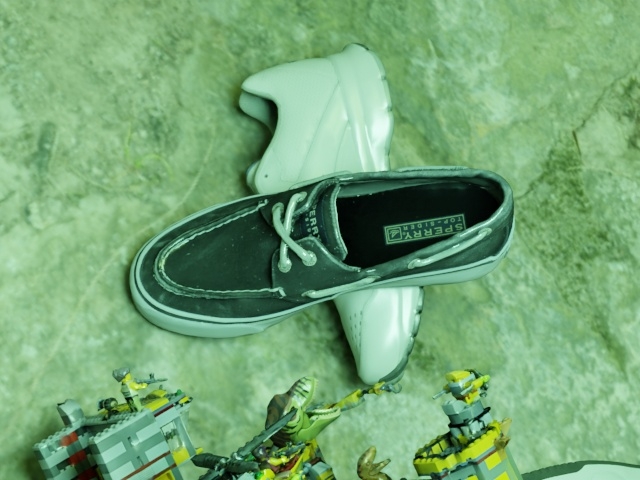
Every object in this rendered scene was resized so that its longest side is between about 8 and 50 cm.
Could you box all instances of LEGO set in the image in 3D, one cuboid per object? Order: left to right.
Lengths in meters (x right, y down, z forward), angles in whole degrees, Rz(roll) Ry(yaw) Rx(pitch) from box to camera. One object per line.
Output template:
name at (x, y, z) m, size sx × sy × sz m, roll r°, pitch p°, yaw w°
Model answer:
LEGO set at (-0.036, 0.145, 1.216) m, size 0.255 × 0.331 × 0.192 m, roll -28°, pitch 98°, yaw -26°

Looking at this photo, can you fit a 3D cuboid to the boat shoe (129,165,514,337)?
boat shoe at (0.000, 0.000, 1.379) m, size 0.301 × 0.102 × 0.108 m, roll -7°, pitch 70°, yaw 0°

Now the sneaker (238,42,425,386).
sneaker at (0.008, -0.017, 1.492) m, size 0.129 × 0.111 × 0.297 m, roll -8°, pitch 67°, yaw -12°

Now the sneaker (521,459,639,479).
sneaker at (0.245, 0.281, 1.447) m, size 0.295 × 0.124 × 0.178 m, roll 5°, pitch 52°, yaw -32°
